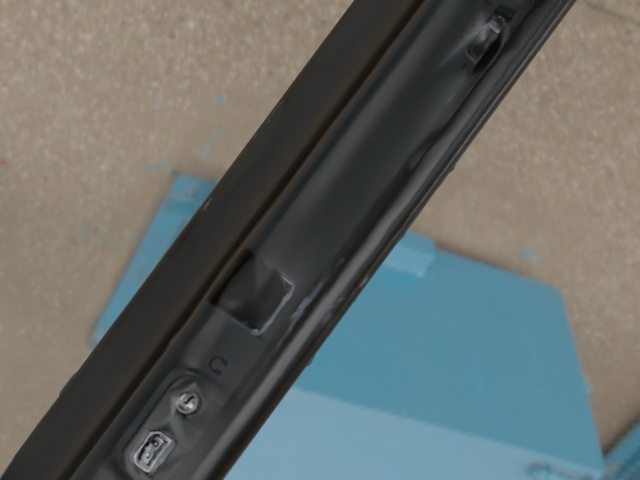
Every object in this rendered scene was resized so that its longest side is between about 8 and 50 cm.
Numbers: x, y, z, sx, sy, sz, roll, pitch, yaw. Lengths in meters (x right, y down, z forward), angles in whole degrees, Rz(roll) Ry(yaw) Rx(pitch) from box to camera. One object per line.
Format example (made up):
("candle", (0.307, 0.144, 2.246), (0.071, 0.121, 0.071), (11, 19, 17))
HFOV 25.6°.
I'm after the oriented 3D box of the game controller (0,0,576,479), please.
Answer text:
("game controller", (0.000, 0.000, 0.460), (0.067, 0.166, 0.319), (37, 87, 5))
